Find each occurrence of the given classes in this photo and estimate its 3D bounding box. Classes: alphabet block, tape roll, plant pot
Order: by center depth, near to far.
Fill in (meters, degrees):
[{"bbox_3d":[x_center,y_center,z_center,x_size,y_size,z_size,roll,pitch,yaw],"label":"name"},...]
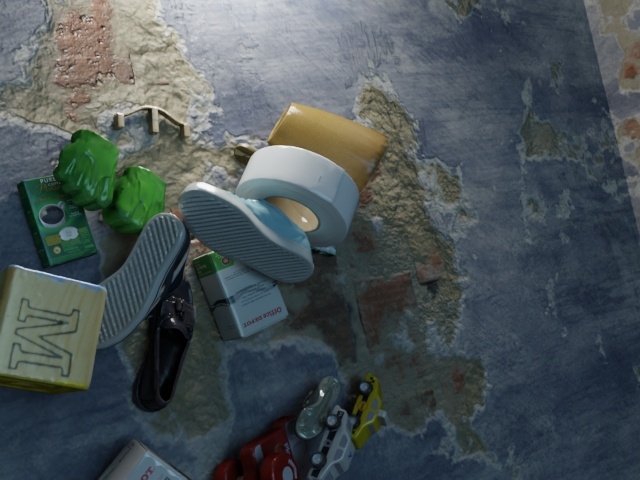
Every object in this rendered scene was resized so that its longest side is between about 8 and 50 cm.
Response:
[{"bbox_3d":[-0.538,0.176,1.502,0.193,0.192,0.197,18,68,-32],"label":"alphabet block"},{"bbox_3d":[-0.054,-0.099,1.888,0.286,0.286,0.100,36,59,-26],"label":"tape roll"},{"bbox_3d":[0.002,-0.230,2.023,0.254,0.237,0.237,32,60,-12],"label":"plant pot"}]

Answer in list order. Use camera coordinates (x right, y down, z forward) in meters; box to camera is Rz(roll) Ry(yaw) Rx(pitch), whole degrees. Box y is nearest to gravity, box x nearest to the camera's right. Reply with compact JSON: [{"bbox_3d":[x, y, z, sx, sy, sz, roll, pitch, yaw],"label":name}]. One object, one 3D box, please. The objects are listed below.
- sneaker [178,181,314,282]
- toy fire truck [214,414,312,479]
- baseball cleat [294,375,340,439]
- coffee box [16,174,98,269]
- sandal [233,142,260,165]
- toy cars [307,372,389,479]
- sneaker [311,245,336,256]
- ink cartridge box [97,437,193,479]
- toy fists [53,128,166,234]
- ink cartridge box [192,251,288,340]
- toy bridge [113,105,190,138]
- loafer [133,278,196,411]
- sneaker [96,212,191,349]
[{"bbox_3d":[-0.167,-0.040,1.787,0.366,0.135,0.150,37,29,-35],"label":"sneaker"},{"bbox_3d":[-0.082,0.571,1.797,0.254,0.169,0.302,-16,88,-60],"label":"toy fire truck"},{"bbox_3d":[-0.016,0.412,1.894,0.072,0.109,0.206,41,40,1],"label":"baseball cleat"},{"bbox_3d":[-0.542,-0.044,1.646,0.113,0.040,0.184,-20,92,-42],"label":"coffee box"},{"bbox_3d":[-0.136,-0.194,1.996,0.180,0.072,0.049,33,39,-23],"label":"sandal"},{"bbox_3d":[0.085,0.458,1.908,0.393,0.087,0.177,-28,126,-62],"label":"toy cars"},{"bbox_3d":[0.000,0.000,2.069,0.098,0.038,0.069,18,67,-44],"label":"sneaker"},{"bbox_3d":[-0.319,0.567,1.585,0.289,0.121,0.211,43,73,-19],"label":"ink cartridge box"},{"bbox_3d":[-0.440,-0.105,1.682,0.279,0.096,0.142,40,43,-46],"label":"toy fists"},{"bbox_3d":[-0.185,0.112,1.860,0.153,0.086,0.209,-21,91,-40],"label":"ink cartridge box"},{"bbox_3d":[-0.385,-0.276,1.837,0.188,0.026,0.063,3,76,-38],"label":"toy bridge"},{"bbox_3d":[-0.319,0.219,1.722,0.109,0.095,0.303,23,66,-31],"label":"loafer"},{"bbox_3d":[-0.377,0.098,1.681,0.126,0.127,0.321,34,82,15],"label":"sneaker"}]
